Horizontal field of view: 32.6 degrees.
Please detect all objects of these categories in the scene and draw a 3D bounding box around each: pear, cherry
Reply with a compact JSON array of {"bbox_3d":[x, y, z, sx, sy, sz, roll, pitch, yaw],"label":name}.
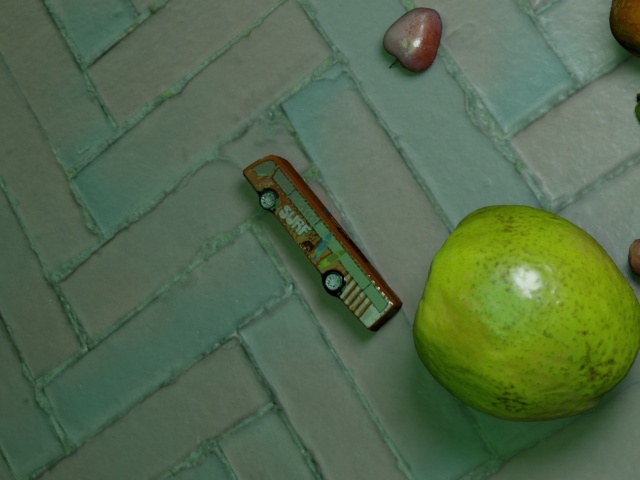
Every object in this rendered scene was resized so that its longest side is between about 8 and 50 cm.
[{"bbox_3d":[0.350,0.128,1.837,0.391,0.391,0.391,0,91,24],"label":"pear"},{"bbox_3d":[0.171,-0.378,2.054,0.106,0.087,0.126,17,101,18],"label":"cherry"}]

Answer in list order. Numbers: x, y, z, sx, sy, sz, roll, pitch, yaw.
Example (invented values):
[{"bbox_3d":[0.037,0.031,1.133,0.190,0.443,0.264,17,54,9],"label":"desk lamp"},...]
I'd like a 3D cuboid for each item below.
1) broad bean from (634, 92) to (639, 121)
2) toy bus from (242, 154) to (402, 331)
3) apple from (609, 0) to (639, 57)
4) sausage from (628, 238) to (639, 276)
[{"bbox_3d":[0.626,-0.198,1.879,0.195,0.046,0.061,22,102,24],"label":"broad bean"},{"bbox_3d":[0.000,0.000,2.135,0.092,0.093,0.409,-41,76,11],"label":"toy bus"},{"bbox_3d":[0.583,-0.391,1.793,0.207,0.236,0.237,9,95,52],"label":"apple"},{"bbox_3d":[0.718,0.075,1.815,0.418,0.094,0.094,15,107,22],"label":"sausage"}]
